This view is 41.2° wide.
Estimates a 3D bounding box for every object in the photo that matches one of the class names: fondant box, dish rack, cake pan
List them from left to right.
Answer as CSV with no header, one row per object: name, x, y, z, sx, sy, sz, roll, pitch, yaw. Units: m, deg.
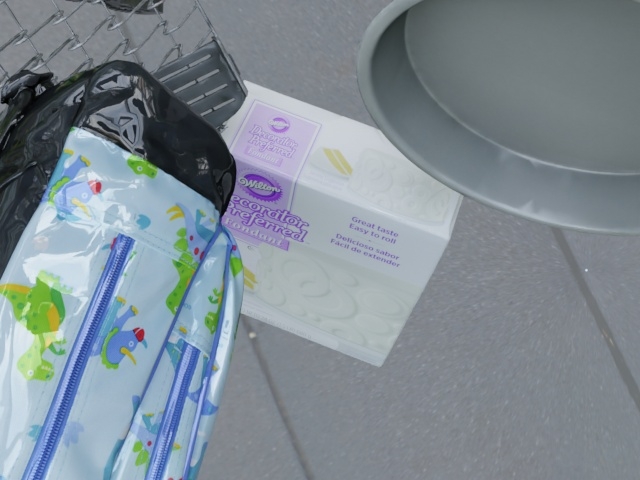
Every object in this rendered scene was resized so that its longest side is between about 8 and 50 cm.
dish rack,-0.193,-0.170,0.681,0.208,0.074,0.272,-22,116,15
fondant box,0.000,0.000,0.928,0.238,0.330,0.096,21,59,4
cake pan,0.170,-0.098,0.588,0.293,0.293,0.054,15,68,17

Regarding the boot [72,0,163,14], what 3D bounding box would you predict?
boot,-0.275,-0.364,1.053,0.076,0.198,0.137,6,96,29

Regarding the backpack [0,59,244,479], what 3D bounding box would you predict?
backpack,-0.193,0.108,0.549,0.290,0.273,0.356,-15,41,46
